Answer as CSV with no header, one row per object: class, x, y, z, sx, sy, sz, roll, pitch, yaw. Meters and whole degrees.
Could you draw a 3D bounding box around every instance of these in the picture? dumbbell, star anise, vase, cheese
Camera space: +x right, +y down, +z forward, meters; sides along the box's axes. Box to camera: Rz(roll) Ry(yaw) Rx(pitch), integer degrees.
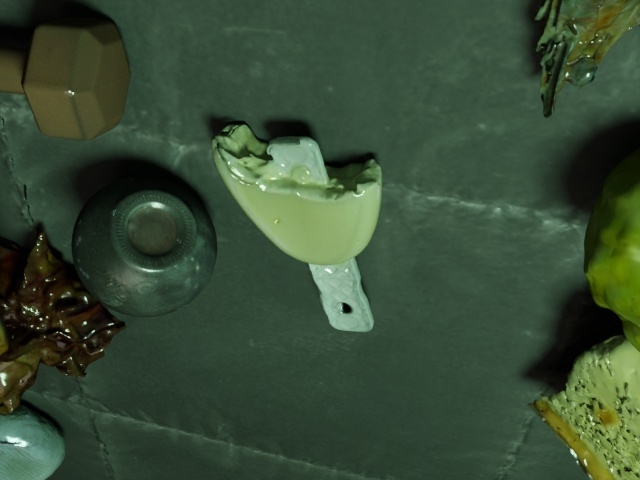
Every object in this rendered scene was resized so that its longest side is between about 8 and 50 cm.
dumbbell,-0.258,-0.130,0.664,0.230,0.092,0.082,9,110,11
star anise,-0.312,0.068,0.867,0.237,0.148,0.346,16,154,-3
vase,-0.159,0.016,0.790,0.120,0.120,0.183,26,158,-10
cheese,0.000,-0.001,0.744,0.127,0.050,0.235,2,137,18

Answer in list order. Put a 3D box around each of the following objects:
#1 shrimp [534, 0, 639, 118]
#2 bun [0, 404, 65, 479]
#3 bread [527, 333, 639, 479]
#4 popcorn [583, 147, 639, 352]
shrimp,0.118,-0.195,0.473,0.169,0.058,0.296,19,137,8
bun,-0.407,0.263,1.187,0.140,0.083,0.141,3,139,2
bread,0.392,0.148,0.727,0.315,0.279,0.248,49,166,20
popcorn,0.324,0.036,0.551,0.225,0.174,0.286,33,166,-36
